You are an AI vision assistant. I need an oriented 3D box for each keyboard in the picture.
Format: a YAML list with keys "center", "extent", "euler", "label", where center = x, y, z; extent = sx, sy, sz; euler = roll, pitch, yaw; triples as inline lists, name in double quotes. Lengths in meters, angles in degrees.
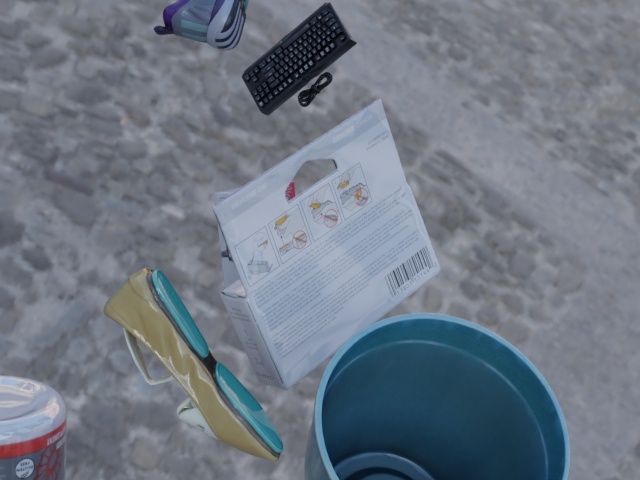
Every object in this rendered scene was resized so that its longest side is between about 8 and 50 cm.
- center: [-0.029, -0.254, 1.838]
  extent: [0.108, 0.180, 0.023]
  euler: [59, 26, 12]
  label: "keyboard"

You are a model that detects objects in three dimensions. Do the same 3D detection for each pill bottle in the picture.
- center: [-0.451, 0.383, 1.707]
  extent: [0.210, 0.363, 0.210]
  euler: [3, 14, -1]
  label: "pill bottle"

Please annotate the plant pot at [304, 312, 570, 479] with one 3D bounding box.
- center: [0.099, 0.259, 1.385]
  extent: [0.271, 0.255, 0.272]
  euler: [7, 56, -10]
  label: "plant pot"

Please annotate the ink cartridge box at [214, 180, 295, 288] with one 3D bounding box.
- center: [-0.083, 0.000, 1.736]
  extent: [0.063, 0.151, 0.109]
  euler: [1, 12, 36]
  label: "ink cartridge box"

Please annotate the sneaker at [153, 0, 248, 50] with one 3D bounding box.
- center: [-0.120, -0.321, 1.432]
  extent: [0.098, 0.083, 0.224]
  euler: [10, 61, 8]
  label: "sneaker"

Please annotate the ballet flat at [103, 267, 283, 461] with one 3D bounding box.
- center: [-0.127, 0.133, 1.235]
  extent: [0.232, 0.073, 0.080]
  euler: [55, 8, -6]
  label: "ballet flat"

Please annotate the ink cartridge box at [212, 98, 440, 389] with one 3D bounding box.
- center: [0.000, 0.000, 1.591]
  extent: [0.296, 0.261, 0.066]
  euler: [-35, 25, -31]
  label: "ink cartridge box"
